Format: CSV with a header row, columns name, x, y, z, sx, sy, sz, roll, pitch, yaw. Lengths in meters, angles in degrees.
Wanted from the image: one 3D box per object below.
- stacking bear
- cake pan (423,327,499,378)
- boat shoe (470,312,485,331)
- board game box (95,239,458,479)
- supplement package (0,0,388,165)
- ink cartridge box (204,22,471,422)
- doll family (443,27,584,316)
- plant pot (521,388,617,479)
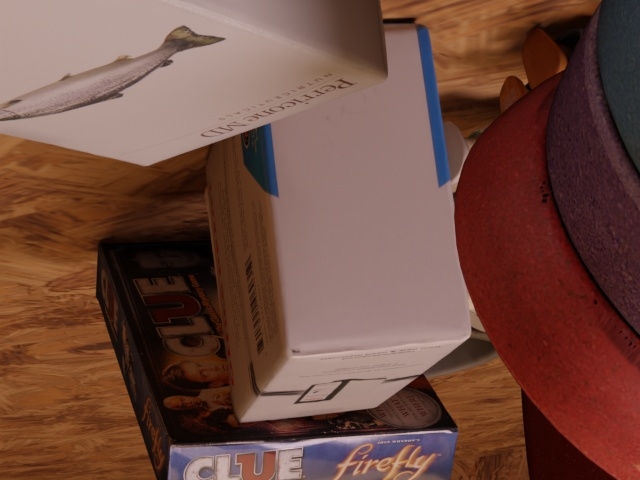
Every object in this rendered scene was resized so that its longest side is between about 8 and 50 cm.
name,x,y,z,sx,sy,sz,roll,pitch,yaw
stacking bear,0.169,-0.063,0.345,0.164,0.175,0.289,3,144,-31
cake pan,0.010,0.084,1.289,0.293,0.054,0.293,-6,166,-1
boat shoe,0.164,0.019,1.066,0.228,0.080,0.076,13,139,-46
board game box,-0.037,0.070,0.926,0.165,0.042,0.243,-2,-153,-18
supplement package,-0.077,-0.095,0.415,0.105,0.105,0.179,-17,163,35
ink cartridge box,0.000,0.000,0.745,0.085,0.148,0.203,-5,167,-10
doll family,0.154,-0.048,0.760,0.163,0.118,0.263,8,143,-27
plant pot,0.276,0.085,0.943,0.267,0.236,0.267,3,142,-35
